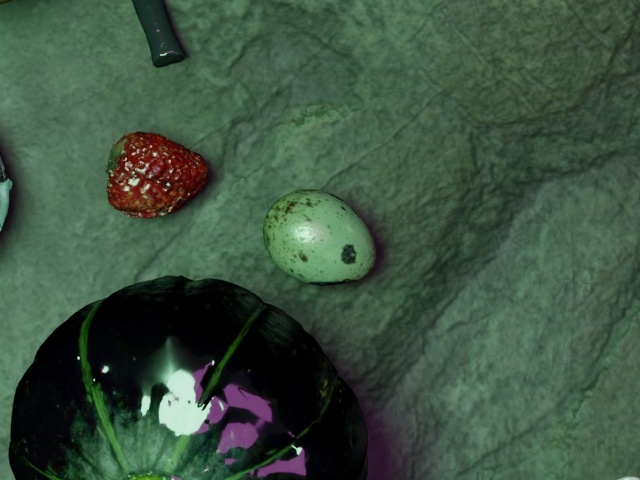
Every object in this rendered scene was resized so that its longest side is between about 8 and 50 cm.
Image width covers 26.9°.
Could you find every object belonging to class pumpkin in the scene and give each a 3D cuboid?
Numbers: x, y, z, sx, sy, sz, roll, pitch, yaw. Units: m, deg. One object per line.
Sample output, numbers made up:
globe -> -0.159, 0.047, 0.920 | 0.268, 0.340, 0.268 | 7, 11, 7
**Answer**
pumpkin -> -0.107, 0.163, 1.127 | 0.296, 0.296, 0.296 | 1, 81, -6

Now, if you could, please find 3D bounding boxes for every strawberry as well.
strawberry -> -0.151, -0.061, 1.221 | 0.096, 0.083, 0.083 | -8, 82, -15

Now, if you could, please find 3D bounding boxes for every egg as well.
egg -> 0.000, 0.000, 1.223 | 0.110, 0.085, 0.085 | 31, 79, -17

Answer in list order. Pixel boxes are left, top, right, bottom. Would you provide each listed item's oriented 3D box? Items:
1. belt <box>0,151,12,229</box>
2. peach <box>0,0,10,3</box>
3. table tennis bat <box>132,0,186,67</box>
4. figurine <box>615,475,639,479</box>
belt -> -0.361, -0.055, 1.178 | 0.151, 0.078, 0.198 | -35, 90, -26
peach -> -0.303, -0.348, 1.161 | 0.247, 0.292, 0.292 | 25, 75, -47
table tennis bat -> -0.183, -0.277, 1.274 | 0.150, 0.027, 0.236 | -20, 83, -8
figurine -> 0.202, 0.340, 1.153 | 0.316, 0.206, 0.284 | -17, 78, -3
